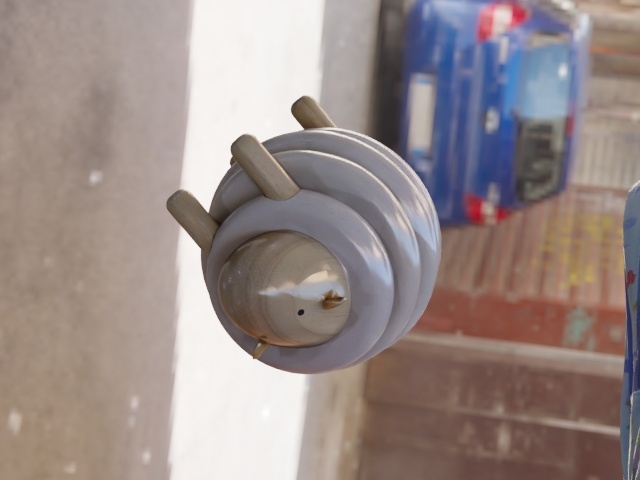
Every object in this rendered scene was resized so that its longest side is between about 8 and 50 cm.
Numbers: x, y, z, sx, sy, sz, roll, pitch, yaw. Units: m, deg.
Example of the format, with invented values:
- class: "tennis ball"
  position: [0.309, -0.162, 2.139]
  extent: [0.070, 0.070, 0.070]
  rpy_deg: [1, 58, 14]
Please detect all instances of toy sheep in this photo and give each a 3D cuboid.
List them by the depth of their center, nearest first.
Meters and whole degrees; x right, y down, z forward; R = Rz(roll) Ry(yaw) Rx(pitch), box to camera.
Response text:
- class: "toy sheep"
  position: [0.000, 0.000, 0.559]
  extent: [0.132, 0.091, 0.091]
  rpy_deg: [-42, 140, -61]

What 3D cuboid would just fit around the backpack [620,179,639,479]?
- class: "backpack"
  position: [0.291, 0.042, 0.873]
  extent: [0.273, 0.290, 0.355]
  rpy_deg: [138, -38, -66]
